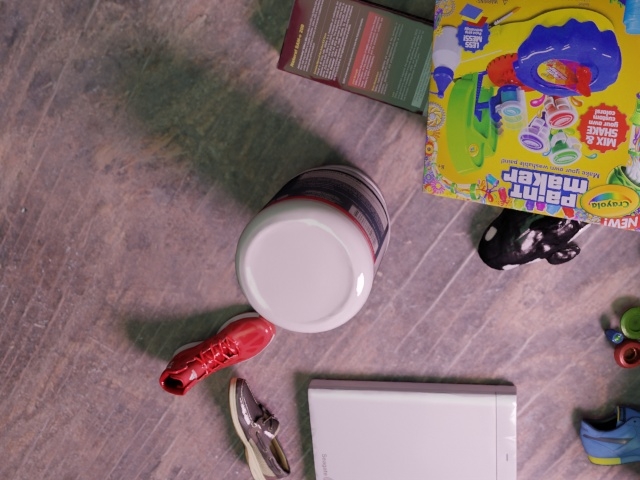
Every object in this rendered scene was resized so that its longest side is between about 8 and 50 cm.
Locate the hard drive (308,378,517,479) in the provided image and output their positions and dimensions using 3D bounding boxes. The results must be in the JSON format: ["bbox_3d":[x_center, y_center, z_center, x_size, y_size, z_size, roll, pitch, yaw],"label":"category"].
[{"bbox_3d":[0.162,0.359,1.347,0.353,0.047,0.232,0,109,13],"label":"hard drive"}]

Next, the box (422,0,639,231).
[{"bbox_3d":[0.309,-0.189,1.007,0.290,0.177,0.279,12,113,29],"label":"box"}]

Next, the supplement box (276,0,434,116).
[{"bbox_3d":[0.070,-0.280,1.126,0.240,0.073,0.130,19,111,4],"label":"supplement box"}]

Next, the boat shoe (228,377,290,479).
[{"bbox_3d":[-0.107,0.339,1.386,0.074,0.080,0.223,-10,112,10],"label":"boat shoe"}]

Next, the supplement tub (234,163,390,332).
[{"bbox_3d":[0.000,0.000,1.132,0.191,0.272,0.191,4,110,11],"label":"supplement tub"}]

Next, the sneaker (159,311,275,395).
[{"bbox_3d":[-0.182,0.209,1.324,0.221,0.128,0.087,-31,101,22],"label":"sneaker"}]

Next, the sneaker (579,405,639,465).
[{"bbox_3d":[0.527,0.305,1.236,0.209,0.069,0.082,-12,102,16],"label":"sneaker"}]

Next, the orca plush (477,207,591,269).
[{"bbox_3d":[0.366,-0.026,1.134,0.287,0.102,0.151,-16,105,17],"label":"orca plush"}]

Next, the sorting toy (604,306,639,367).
[{"bbox_3d":[0.480,0.149,1.211,0.061,0.042,0.101,5,99,-6],"label":"sorting toy"}]
